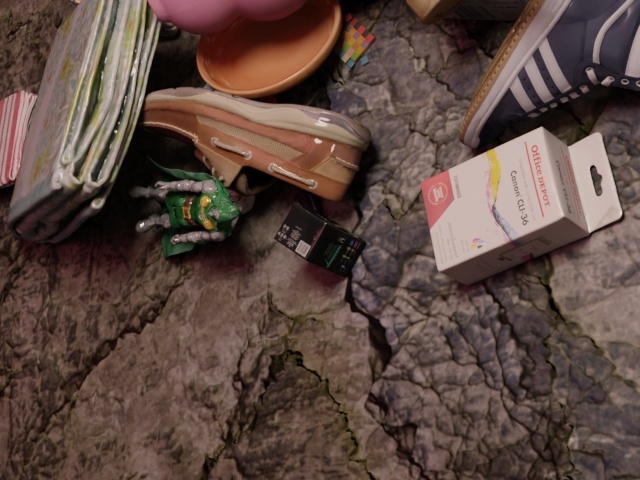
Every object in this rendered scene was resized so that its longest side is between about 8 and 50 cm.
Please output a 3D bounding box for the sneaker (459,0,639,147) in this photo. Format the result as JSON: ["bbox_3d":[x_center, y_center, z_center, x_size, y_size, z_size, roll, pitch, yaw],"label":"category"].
[{"bbox_3d":[0.267,-0.177,1.505,0.282,0.153,0.099,-60,4,42],"label":"sneaker"}]

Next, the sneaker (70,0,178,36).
[{"bbox_3d":[-0.275,-0.347,1.998,0.215,0.084,0.083,15,80,31],"label":"sneaker"}]

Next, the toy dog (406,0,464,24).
[{"bbox_3d":[0.139,-0.369,1.481,0.161,0.220,0.334,-40,9,-16],"label":"toy dog"}]

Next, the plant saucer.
[{"bbox_3d":[-0.062,-0.254,1.791,0.200,0.037,0.200,-14,50,17],"label":"plant saucer"}]

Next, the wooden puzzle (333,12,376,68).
[{"bbox_3d":[0.040,-0.249,1.764,0.049,0.006,0.083,-50,51,12],"label":"wooden puzzle"}]

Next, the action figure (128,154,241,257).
[{"bbox_3d":[-0.165,-0.039,1.738,0.232,0.063,0.137,3,107,57],"label":"action figure"}]

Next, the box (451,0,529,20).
[{"bbox_3d":[0.210,-0.329,1.620,0.126,0.072,0.137,9,79,39],"label":"box"}]

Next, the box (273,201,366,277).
[{"bbox_3d":[0.000,0.000,1.653,0.062,0.083,0.052,34,97,40],"label":"box"}]

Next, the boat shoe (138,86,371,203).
[{"bbox_3d":[-0.096,-0.114,1.711,0.324,0.123,0.116,12,89,33],"label":"boat shoe"}]

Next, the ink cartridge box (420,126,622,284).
[{"bbox_3d":[0.215,-0.043,1.515,0.198,0.067,0.115,-25,59,28],"label":"ink cartridge box"}]

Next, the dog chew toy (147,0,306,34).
[{"bbox_3d":[-0.061,-0.364,1.711,0.332,0.206,0.206,-29,55,-2],"label":"dog chew toy"}]

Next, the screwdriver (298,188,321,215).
[{"bbox_3d":[-0.025,-0.083,1.749,0.025,0.024,0.170,-15,54,0],"label":"screwdriver"}]

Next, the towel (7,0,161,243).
[{"bbox_3d":[-0.317,-0.172,1.873,0.374,0.090,0.320,-19,56,65],"label":"towel"}]

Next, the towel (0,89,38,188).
[{"bbox_3d":[-0.488,-0.135,2.097,0.197,0.029,0.144,-15,63,48],"label":"towel"}]

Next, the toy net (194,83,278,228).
[{"bbox_3d":[-0.103,-0.113,1.805,0.122,0.045,0.232,-8,71,20],"label":"toy net"}]
